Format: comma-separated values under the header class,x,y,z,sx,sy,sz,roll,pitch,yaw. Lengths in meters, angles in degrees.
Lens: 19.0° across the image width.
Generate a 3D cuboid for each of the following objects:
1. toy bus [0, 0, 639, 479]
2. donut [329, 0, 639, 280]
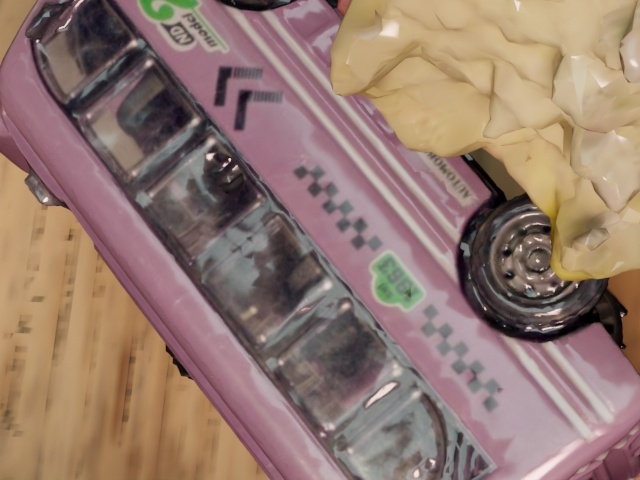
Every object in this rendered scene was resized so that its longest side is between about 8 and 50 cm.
class,x,y,z,sx,sy,sz,roll,pitch,yaw
toy bus,0.000,0.000,0.510,0.108,0.096,0.199,-40,71,0
donut,0.167,0.047,0.383,0.307,0.150,0.371,-12,79,-21
